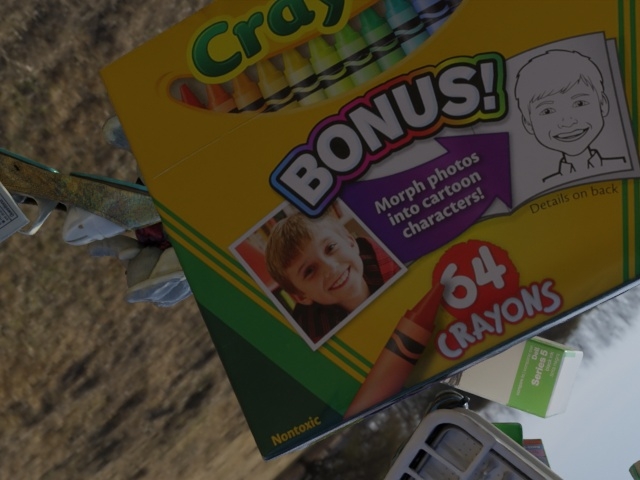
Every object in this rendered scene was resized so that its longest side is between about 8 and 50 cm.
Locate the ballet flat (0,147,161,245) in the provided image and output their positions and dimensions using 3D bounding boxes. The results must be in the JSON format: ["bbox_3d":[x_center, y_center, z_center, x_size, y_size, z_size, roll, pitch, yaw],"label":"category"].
[{"bbox_3d":[-0.381,-0.054,1.240,0.123,0.349,0.123,16,90,-86],"label":"ballet flat"}]

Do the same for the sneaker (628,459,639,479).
[{"bbox_3d":[0.383,0.279,0.940,0.212,0.094,0.080,-41,140,-45],"label":"sneaker"}]

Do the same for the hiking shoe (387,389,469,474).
[{"bbox_3d":[0.230,0.467,1.876,0.132,0.113,0.304,71,44,-83],"label":"hiking shoe"}]

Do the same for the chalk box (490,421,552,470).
[{"bbox_3d":[0.294,0.436,1.421,0.180,0.288,0.179,-3,-174,9],"label":"chalk box"}]

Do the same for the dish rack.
[{"bbox_3d":[0.248,0.390,1.157,0.072,0.333,0.285,-30,151,-49],"label":"dish rack"}]

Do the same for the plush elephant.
[{"bbox_3d":[-0.278,-0.007,1.491,0.255,0.330,0.272,-54,170,-12],"label":"plush elephant"}]

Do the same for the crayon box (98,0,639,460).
[{"bbox_3d":[0.065,-0.067,0.610,0.363,0.313,0.106,-28,166,9],"label":"crayon box"}]

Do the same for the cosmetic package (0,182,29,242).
[{"bbox_3d":[-0.514,0.000,0.992,0.296,0.153,0.129,-38,-156,-18],"label":"cosmetic package"}]

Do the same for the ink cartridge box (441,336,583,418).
[{"bbox_3d":[0.275,0.193,1.420,0.198,0.273,0.114,17,90,-65],"label":"ink cartridge box"}]
